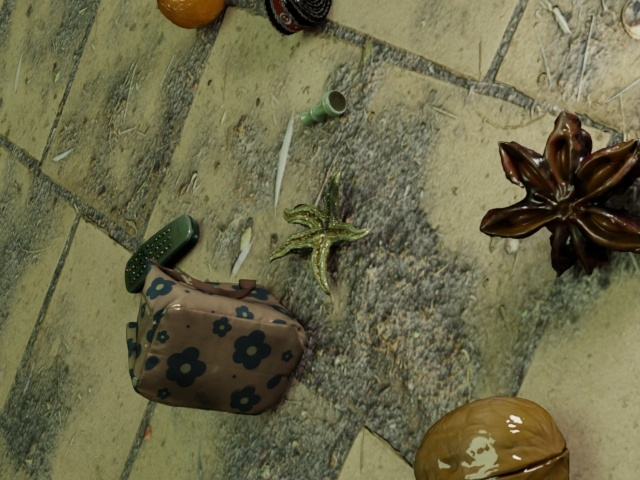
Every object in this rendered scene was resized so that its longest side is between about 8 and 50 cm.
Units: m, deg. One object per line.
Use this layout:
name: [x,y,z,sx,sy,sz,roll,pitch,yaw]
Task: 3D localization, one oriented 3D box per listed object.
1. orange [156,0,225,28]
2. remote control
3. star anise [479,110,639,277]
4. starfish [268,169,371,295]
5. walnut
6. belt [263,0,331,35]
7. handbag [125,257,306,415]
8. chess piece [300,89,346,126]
orange: [-0.236,-0.454,2.334,0.135,0.117,0.136,-2,76,7]
remote control: [-0.290,0.025,2.292,0.222,0.042,0.072,-37,51,39]
star anise: [0.307,-0.047,1.525,0.220,0.126,0.190,26,99,23]
starfish: [0.000,0.000,1.933,0.208,0.053,0.176,-24,60,48]
walnut: [0.204,0.271,1.504,0.207,0.167,0.167,-27,57,45]
belt: [-0.043,-0.521,2.115,0.094,0.126,0.360,-11,78,38]
handbag: [-0.174,0.143,1.951,0.190,0.251,0.193,-66,29,22]
chess piece: [-0.001,-0.206,2.020,0.093,0.042,0.042,-22,61,50]
